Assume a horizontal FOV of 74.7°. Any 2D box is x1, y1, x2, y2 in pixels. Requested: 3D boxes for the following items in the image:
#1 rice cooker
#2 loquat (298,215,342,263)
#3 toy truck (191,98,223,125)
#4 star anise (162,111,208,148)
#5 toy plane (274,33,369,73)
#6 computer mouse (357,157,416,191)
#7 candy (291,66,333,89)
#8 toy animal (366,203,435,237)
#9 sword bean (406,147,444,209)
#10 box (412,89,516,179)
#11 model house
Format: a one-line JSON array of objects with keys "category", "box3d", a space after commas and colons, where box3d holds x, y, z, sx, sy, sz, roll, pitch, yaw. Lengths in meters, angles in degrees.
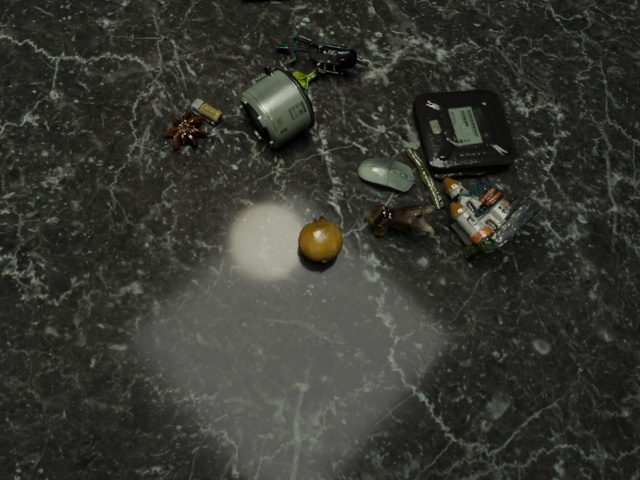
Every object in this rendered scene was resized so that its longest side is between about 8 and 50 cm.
[{"category": "rice cooker", "box3d": [-0.145, -0.474, 1.496, 0.227, 0.241, 0.280, -37, 115, -10]}, {"category": "loquat", "box3d": [0.000, 0.000, 1.410, 0.163, 0.137, 0.163, -1, 83, 9]}, {"category": "toy truck", "box3d": [-0.422, -0.480, 1.564, 0.123, 0.063, 0.052, 30, 73, 5]}, {"category": "star anise", "box3d": [-0.497, -0.404, 1.538, 0.167, 0.057, 0.168, 2, 73, -6]}, {"category": "toy plane", "box3d": [-0.003, -0.732, 1.634, 0.381, 0.106, 0.155, 12, 37, 10]}, {"category": "computer mouse", "box3d": [0.249, -0.245, 1.542, 0.229, 0.068, 0.113, 12, 74, -1]}, {"category": "candy", "box3d": [-0.019, -0.657, 1.657, 0.262, 0.077, 0.073, -33, 62, -21]}, {"category": "toy animal", "box3d": [0.280, -0.071, 1.444, 0.168, 0.233, 0.121, 15, 80, -42]}, {"category": "sword bean", "box3d": [0.392, -0.236, 1.568, 0.043, 0.038, 0.269, -19, 74, -20]}, {"category": "box", "box3d": [0.548, -0.417, 1.609, 0.350, 0.091, 0.359, -6, 71, -7]}, {"category": "model house", "box3d": [0.550, -0.122, 1.466, 0.271, 0.190, 0.301, -39, 78, -13]}]
